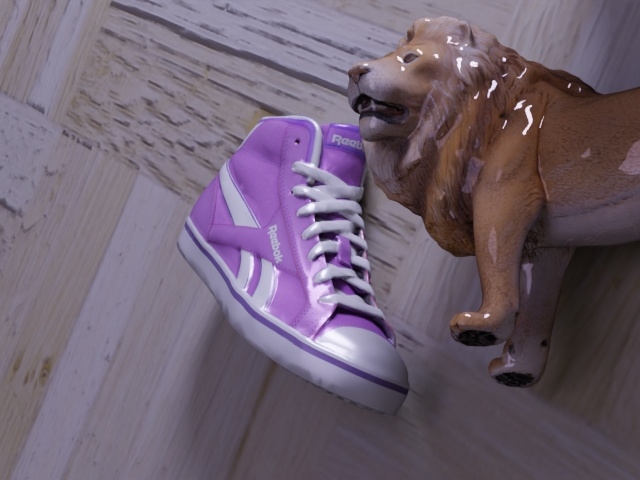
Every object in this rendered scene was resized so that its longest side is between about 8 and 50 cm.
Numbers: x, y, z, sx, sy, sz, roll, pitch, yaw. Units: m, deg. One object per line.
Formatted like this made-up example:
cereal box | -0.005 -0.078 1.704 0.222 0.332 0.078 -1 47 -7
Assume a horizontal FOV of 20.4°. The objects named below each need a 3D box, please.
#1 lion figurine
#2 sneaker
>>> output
lion figurine | 0.191 -0.048 1.091 0.392 0.142 0.240 -6 63 31
sneaker | -0.001 0.000 1.286 0.161 0.102 0.282 -57 43 11
